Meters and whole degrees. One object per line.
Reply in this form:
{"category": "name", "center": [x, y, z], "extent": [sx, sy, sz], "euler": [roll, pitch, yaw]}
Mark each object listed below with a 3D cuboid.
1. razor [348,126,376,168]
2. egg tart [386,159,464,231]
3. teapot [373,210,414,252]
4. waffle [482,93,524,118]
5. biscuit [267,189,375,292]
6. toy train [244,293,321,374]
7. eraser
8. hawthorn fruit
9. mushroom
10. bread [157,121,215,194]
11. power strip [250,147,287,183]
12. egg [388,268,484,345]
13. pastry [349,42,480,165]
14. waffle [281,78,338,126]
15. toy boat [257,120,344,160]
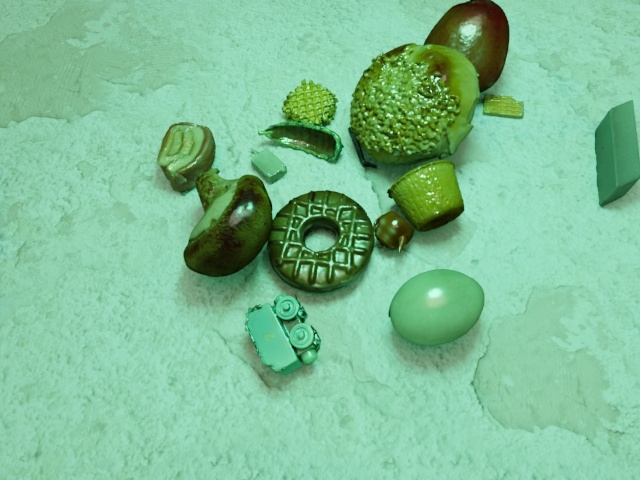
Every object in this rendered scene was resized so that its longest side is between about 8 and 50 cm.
{"category": "razor", "center": [0.128, -0.313, 1.518], "extent": [0.066, 0.033, 0.190], "euler": [11, 48, -41]}
{"category": "egg tart", "center": [0.314, -0.130, 1.313], "extent": [0.215, 0.215, 0.171], "euler": [-19, 73, -5]}
{"category": "teapot", "center": [0.205, -0.022, 1.320], "extent": [0.116, 0.116, 0.173], "euler": [-28, 36, -9]}
{"category": "waffle", "center": [0.632, -0.465, 1.555], "extent": [0.134, 0.021, 0.092], "euler": [8, 63, 10]}
{"category": "biscuit", "center": [0.000, 0.000, 1.322], "extent": [0.331, 0.103, 0.332], "euler": [-2, 61, 4]}
{"category": "toy train", "center": [-0.098, 0.249, 1.197], "extent": [0.163, 0.112, 0.203], "euler": [-30, 63, -3]}
{"category": "eraser", "center": [0.906, -0.270, 1.375], "extent": [0.077, 0.111, 0.353], "euler": [11, 63, 9]}
{"category": "hawthorn fruit", "center": [0.489, -0.630, 1.502], "extent": [0.294, 0.311, 0.295], "euler": [12, 58, -20]}
{"category": "mushroom", "center": [-0.279, -0.060, 1.275], "extent": [0.259, 0.345, 0.346], "euler": [39, 68, -15]}
{"category": "bread", "center": [-0.448, -0.281, 1.504], "extent": [0.190, 0.123, 0.245], "euler": [2, 63, 5]}
{"category": "power strip", "center": [-0.186, -0.264, 1.514], "extent": [0.075, 0.042, 0.175], "euler": [-38, 64, -14]}
{"category": "egg", "center": [0.299, 0.169, 1.155], "extent": [0.253, 0.187, 0.187], "euler": [-16, 62, -3]}
{"category": "pastry", "center": [0.273, -0.416, 1.375], "extent": [0.409, 0.245, 0.410], "euler": [-5, 81, 35]}
{"category": "waffle", "center": [-0.038, -0.473, 1.599], "extent": [0.193, 0.070, 0.197], "euler": [22, 69, 16]}
{"category": "toy boat", "center": [-0.058, -0.348, 1.515], "extent": [0.292, 0.109, 0.099], "euler": [16, 38, 13]}
